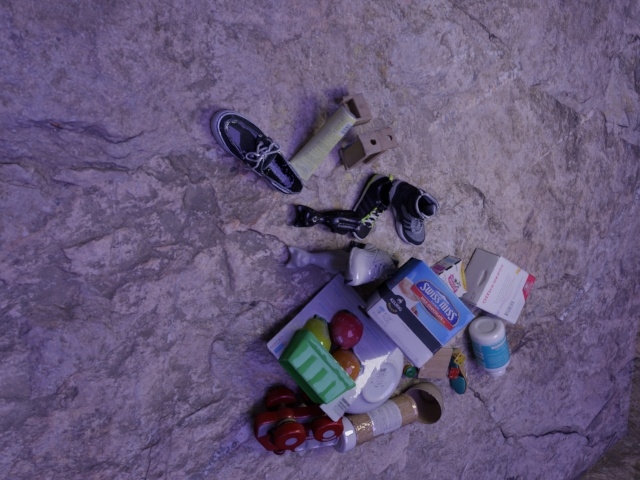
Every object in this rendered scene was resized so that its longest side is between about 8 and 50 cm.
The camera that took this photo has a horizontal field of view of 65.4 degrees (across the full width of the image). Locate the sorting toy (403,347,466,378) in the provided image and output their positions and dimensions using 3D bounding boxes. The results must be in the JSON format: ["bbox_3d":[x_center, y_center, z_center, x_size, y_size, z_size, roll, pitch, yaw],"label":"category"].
[{"bbox_3d":[0.462,0.490,2.021,0.274,0.046,0.132,9,100,-23],"label":"sorting toy"}]

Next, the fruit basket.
[{"bbox_3d":[0.048,0.336,1.609,0.327,0.165,0.353,49,57,-5],"label":"fruit basket"}]

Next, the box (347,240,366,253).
[{"bbox_3d":[0.129,0.041,1.678,0.083,0.018,0.067,14,97,-37],"label":"box"}]

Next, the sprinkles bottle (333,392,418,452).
[{"bbox_3d":[0.200,0.678,1.868,0.355,0.121,0.121,-8,109,-32],"label":"sprinkles bottle"}]

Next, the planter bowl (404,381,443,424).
[{"bbox_3d":[0.424,0.637,2.001,0.109,0.162,0.162,-32,125,-55],"label":"planter bowl"}]

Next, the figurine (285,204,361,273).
[{"bbox_3d":[0.000,0.000,1.545,0.209,0.092,0.215,7,102,-28],"label":"figurine"}]

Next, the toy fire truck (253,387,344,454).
[{"bbox_3d":[-0.067,0.620,1.639,0.302,0.169,0.254,-4,127,-18],"label":"toy fire truck"}]

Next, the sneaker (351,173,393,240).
[{"bbox_3d":[0.168,-0.108,1.608,0.084,0.097,0.234,15,96,-36],"label":"sneaker"}]

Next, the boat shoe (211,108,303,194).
[{"bbox_3d":[-0.161,-0.228,1.338,0.113,0.105,0.306,-47,124,-10],"label":"boat shoe"}]

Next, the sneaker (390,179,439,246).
[{"bbox_3d":[0.331,-0.075,1.695,0.101,0.153,0.268,-37,122,-19],"label":"sneaker"}]

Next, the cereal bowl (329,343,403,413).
[{"bbox_3d":[0.169,0.471,1.770,0.339,0.141,0.339,-11,111,-30],"label":"cereal bowl"}]

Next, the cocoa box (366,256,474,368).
[{"bbox_3d":[0.300,0.209,1.583,0.228,0.347,0.231,-42,86,4],"label":"cocoa box"}]

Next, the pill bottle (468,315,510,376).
[{"bbox_3d":[0.733,0.464,2.147,0.146,0.146,0.264,-34,120,-21],"label":"pill bottle"}]

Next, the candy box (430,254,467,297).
[{"bbox_3d":[0.451,0.181,1.910,0.233,0.071,0.159,-30,119,-24],"label":"candy box"}]

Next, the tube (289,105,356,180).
[{"bbox_3d":[0.002,-0.279,1.435,0.070,0.062,0.240,44,109,2],"label":"tube"}]

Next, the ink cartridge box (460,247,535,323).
[{"bbox_3d":[0.728,0.191,2.066,0.306,0.131,0.226,26,90,-36],"label":"ink cartridge box"}]

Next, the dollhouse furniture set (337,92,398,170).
[{"bbox_3d":[0.124,-0.333,1.513,0.129,0.129,0.183,-20,85,-29],"label":"dollhouse furniture set"}]

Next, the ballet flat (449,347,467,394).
[{"bbox_3d":[0.596,0.557,2.130,0.073,0.080,0.232,-38,124,-34],"label":"ballet flat"}]

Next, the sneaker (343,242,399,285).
[{"bbox_3d":[0.162,0.077,1.548,0.297,0.129,0.111,-27,130,-62],"label":"sneaker"}]
